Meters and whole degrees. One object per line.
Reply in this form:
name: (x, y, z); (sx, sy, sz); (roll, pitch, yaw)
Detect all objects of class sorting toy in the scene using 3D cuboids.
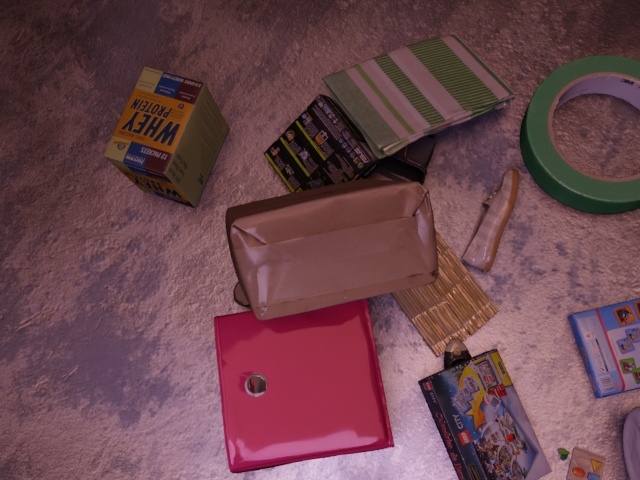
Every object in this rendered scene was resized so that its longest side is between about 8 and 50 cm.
sorting toy: (0.465, 0.405, 1.143); (0.083, 0.012, 0.062); (18, 77, 11)

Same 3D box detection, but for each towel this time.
towel: (0.203, -0.310, 1.317); (0.325, 0.038, 0.248); (-24, 59, -12)

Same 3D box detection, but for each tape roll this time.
tape roll: (0.572, -0.215, 1.283); (0.321, 0.077, 0.321); (-2, 74, 5)

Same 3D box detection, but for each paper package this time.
paper package: (0.000, 0.000, 1.095); (0.309, 0.325, 0.168); (-12, 98, -8)

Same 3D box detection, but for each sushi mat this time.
sushi mat: (0.200, 0.062, 1.270); (0.151, 0.019, 0.316); (-34, 73, -3)

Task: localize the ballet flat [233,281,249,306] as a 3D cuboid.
ballet flat: (-0.070, 0.050, 1.290); (0.250, 0.058, 0.084); (-38, 81, -9)

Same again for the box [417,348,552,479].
box: (0.290, 0.328, 1.126); (0.159, 0.044, 0.233); (-16, 77, -24)

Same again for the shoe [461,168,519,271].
shoe: (0.338, -0.047, 1.258); (0.058, 0.076, 0.219); (20, 79, 6)

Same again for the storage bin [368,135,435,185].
storage bin: (0.170, -0.184, 1.313); (0.135, 0.098, 0.091); (25, 67, 13)

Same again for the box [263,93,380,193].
box: (0.000, -0.169, 1.310); (0.184, 0.045, 0.191); (-44, 71, 24)

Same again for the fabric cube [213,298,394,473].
fabric cube: (-0.021, 0.254, 1.113); (0.258, 0.259, 0.254); (-10, 72, 3)

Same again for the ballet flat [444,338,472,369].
ballet flat: (0.265, 0.268, 1.182); (0.057, 0.049, 0.173); (-7, 77, 3)

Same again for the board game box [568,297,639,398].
board game box: (0.592, 0.189, 1.180); (0.211, 0.039, 0.160); (-14, 73, 3)

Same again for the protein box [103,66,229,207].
protein box: (-0.308, -0.206, 1.310); (0.136, 0.200, 0.201); (17, 77, 11)

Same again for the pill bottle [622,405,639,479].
pill bottle: (0.671, 0.357, 1.059); (0.278, 0.162, 0.162); (-2, 73, 5)
